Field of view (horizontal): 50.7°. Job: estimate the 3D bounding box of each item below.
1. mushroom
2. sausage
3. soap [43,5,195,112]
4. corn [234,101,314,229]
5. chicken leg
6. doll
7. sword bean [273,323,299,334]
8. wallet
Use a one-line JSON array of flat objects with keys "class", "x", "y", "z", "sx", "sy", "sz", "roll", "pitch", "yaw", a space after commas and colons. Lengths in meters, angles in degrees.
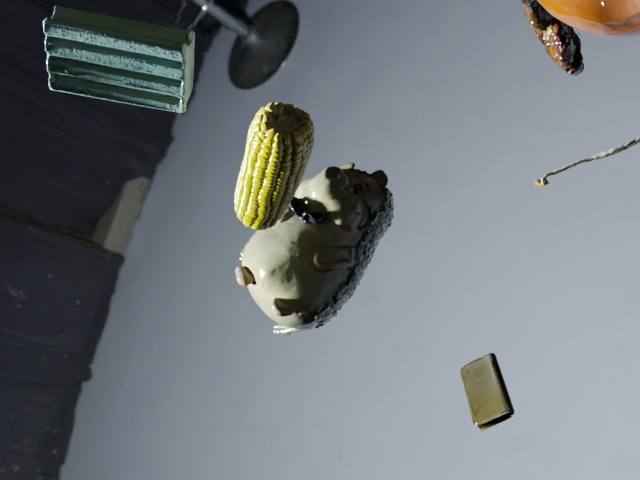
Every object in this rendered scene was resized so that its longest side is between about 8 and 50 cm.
[{"class": "mushroom", "x": 0.586, "y": -0.177, "z": 1.442, "sx": 0.286, "sy": 0.026, "sz": 0.028, "roll": -23, "pitch": 61, "yaw": -4}, {"class": "sausage", "x": 0.415, "y": -0.371, "z": 0.994, "sx": 0.133, "sy": 0.133, "sz": 0.258, "roll": -53, "pitch": 34, "yaw": 12}, {"class": "soap", "x": -0.285, "y": -0.258, "z": 0.969, "sx": 0.063, "sy": 0.199, "sz": 0.114, "roll": -86, "pitch": 8, "yaw": -47}, {"class": "corn", "x": -0.072, "y": -0.101, "z": 0.993, "sx": 0.244, "sy": 0.094, "sz": 0.093, "roll": 113, "pitch": 153, "yaw": -57}, {"class": "chicken leg", "x": 0.548, "y": -0.510, "z": 1.611, "sx": 0.083, "sy": 0.322, "sz": 0.177, "roll": -24, "pitch": 33, "yaw": 31}, {"class": "doll", "x": 0.000, "y": 0.000, "z": 1.319, "sx": 0.349, "sy": 0.247, "sz": 0.247, "roll": -45, "pitch": 42, "yaw": -14}, {"class": "sword bean", "x": -0.055, "y": 0.235, "z": 1.926, "sx": 0.269, "sy": 0.038, "sz": 0.043, "roll": -27, "pitch": 89, "yaw": 52}, {"class": "wallet", "x": 0.425, "y": 0.385, "z": 1.735, "sx": 0.110, "sy": 0.031, "sz": 0.198, "roll": -32, "pitch": 31, "yaw": 20}]
